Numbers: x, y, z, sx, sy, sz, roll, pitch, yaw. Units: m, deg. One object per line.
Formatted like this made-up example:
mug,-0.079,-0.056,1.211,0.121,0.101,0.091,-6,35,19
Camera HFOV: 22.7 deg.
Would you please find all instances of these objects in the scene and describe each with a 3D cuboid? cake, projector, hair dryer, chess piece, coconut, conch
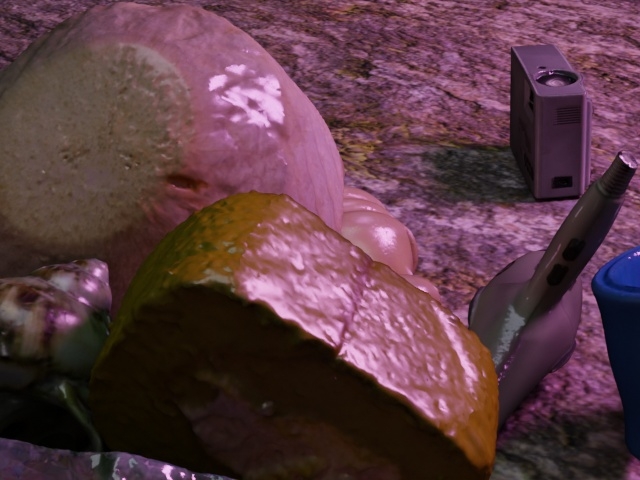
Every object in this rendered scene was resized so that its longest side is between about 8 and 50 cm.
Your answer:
cake,-0.016,0.101,1.047,0.260,0.179,0.156,37,33,-10
projector,0.230,-0.122,1.596,0.061,0.115,0.147,-6,26,-3
hair dryer,0.152,0.064,1.173,0.088,0.225,0.219,30,64,5
chess piece,0.000,0.000,1.390,0.139,0.124,0.307,19,16,-33
coconut,-0.135,-0.030,1.264,0.329,0.328,0.329,-2,26,1
conch,-0.190,0.108,1.085,0.187,0.181,0.124,32,27,22

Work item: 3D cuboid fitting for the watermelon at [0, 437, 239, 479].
watermelon,-0.142,0.202,0.868,0.264,0.151,0.302,13,25,-22

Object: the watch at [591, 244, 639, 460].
watch,0.332,0.046,1.144,0.275,0.241,0.305,-15,7,1
